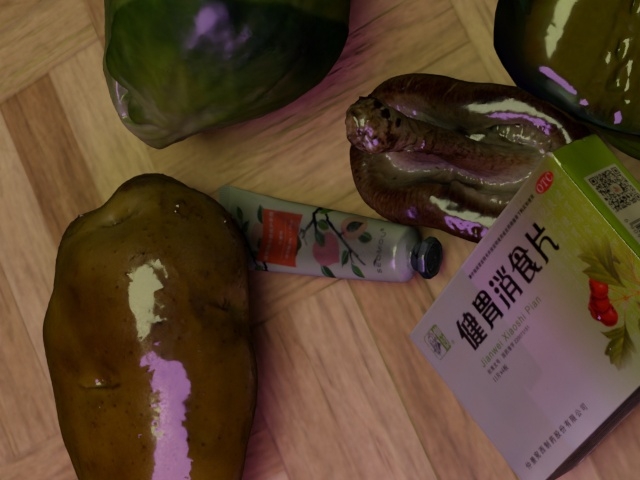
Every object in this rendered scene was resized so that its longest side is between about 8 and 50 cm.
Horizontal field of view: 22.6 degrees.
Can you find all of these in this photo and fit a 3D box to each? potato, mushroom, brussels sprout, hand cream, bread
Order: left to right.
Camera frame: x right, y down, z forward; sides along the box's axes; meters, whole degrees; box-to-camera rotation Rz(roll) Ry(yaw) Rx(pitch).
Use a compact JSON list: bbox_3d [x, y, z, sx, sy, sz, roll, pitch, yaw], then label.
[{"bbox_3d":[-0.156,0.121,1.456,0.196,0.176,0.369,-3,89,-3],"label":"potato"},{"bbox_3d":[-0.091,-0.207,1.423,0.271,0.219,0.210,-50,51,33],"label":"brussels sprout"},{"bbox_3d":[0.000,0.000,1.457,0.234,0.050,0.080,8,93,30],"label":"hand cream"},{"bbox_3d":[0.099,-0.075,1.319,0.227,0.217,0.148,4,87,24],"label":"mushroom"},{"bbox_3d":[0.285,-0.250,1.254,0.251,0.208,0.376,16,94,-1],"label":"bread"}]

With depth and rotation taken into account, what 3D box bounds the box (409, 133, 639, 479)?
[{"bbox_3d":[0.194,0.064,1.285,0.175,0.062,0.260,52,139,18],"label":"box"}]
